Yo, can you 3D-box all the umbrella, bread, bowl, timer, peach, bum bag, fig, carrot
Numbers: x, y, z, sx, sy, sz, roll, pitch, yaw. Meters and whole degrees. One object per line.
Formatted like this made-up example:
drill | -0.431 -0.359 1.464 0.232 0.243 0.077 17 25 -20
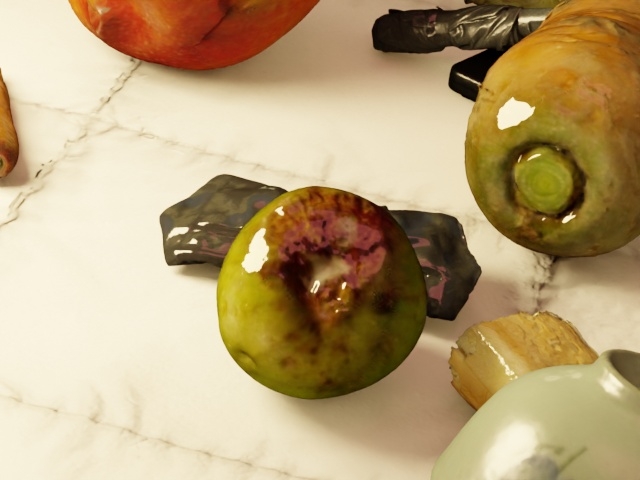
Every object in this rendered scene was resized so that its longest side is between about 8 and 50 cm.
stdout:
umbrella | 0.173 -0.245 2.216 0.235 0.059 0.066 3 39 30
bread | 0.180 0.120 1.651 0.125 0.082 0.106 1 40 -34
bowl | 0.239 0.174 1.429 0.289 0.146 0.289 21 17 -7
timer | 0.253 -0.194 2.217 0.144 0.055 0.187 28 36 27
peach | -0.133 -0.348 2.133 0.372 0.290 0.373 5 35 -4
bum bag | 0.000 0.000 1.804 0.310 0.074 0.137 12 40 5
fig | -0.003 0.043 1.644 0.181 0.181 0.191 8 7 -3
carrot | -0.340 -0.132 1.946 0.059 0.059 0.248 2 29 -13
carrot | 0.276 -0.124 1.945 0.224 0.224 0.341 20 31 16

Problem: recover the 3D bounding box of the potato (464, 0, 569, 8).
potato | 0.289 -0.314 2.395 0.225 0.090 0.117 1 17 -10
